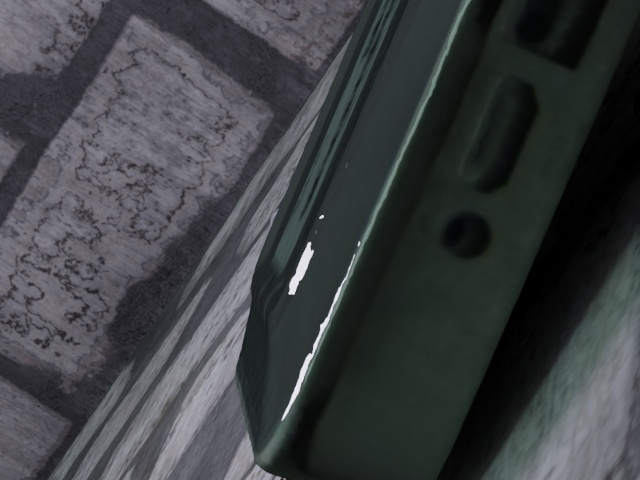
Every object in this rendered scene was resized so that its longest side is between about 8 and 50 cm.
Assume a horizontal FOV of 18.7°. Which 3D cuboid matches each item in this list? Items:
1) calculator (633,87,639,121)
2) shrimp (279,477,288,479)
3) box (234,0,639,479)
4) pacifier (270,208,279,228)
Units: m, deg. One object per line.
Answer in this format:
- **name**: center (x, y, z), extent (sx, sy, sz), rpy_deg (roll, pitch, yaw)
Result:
- **calculator**: center (0.200, -0.128, 0.860), extent (0.190, 0.034, 0.126), rpy_deg (-58, 8, 6)
- **shrimp**: center (-0.040, 0.197, 1.156), extent (0.114, 0.023, 0.083), rpy_deg (-62, 9, 9)
- **box**: center (0.068, -0.072, 1.033), extent (0.396, 0.111, 0.396), rpy_deg (-147, 79, -85)
- **pacifier**: center (0.000, 0.000, 1.617), extent (0.078, 0.081, 0.099), rpy_deg (-30, -3, -20)
